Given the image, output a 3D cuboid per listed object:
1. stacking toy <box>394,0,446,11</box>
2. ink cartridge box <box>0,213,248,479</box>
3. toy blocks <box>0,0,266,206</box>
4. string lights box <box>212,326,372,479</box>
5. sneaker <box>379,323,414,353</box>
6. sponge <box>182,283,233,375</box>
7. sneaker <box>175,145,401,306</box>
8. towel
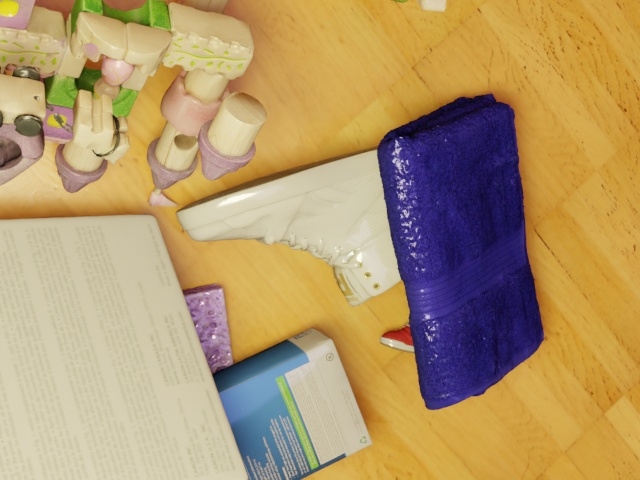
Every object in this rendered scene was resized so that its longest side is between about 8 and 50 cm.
[{"bbox_3d":[0.056,-0.377,1.175,0.130,0.309,0.279,6,107,-10],"label":"stacking toy"},{"bbox_3d":[-0.289,0.129,1.089,0.385,0.091,0.308,-4,60,-34],"label":"ink cartridge box"},{"bbox_3d":[-0.226,-0.121,1.137,0.289,0.309,0.260,9,137,-25],"label":"toy blocks"},{"bbox_3d":[-0.090,0.211,1.279,0.260,0.077,0.133,-24,104,-13],"label":"string lights box"},{"bbox_3d":[0.126,0.097,1.379,0.118,0.042,0.067,5,100,-25],"label":"sneaker"},{"bbox_3d":[-0.152,0.161,1.310,0.117,0.031,0.210,-10,101,-16],"label":"sponge"},{"bbox_3d":[0.000,0.000,1.294,0.293,0.108,0.169,-15,99,-16],"label":"sneaker"},{"bbox_3d":[0.166,0.007,1.301,0.228,0.076,0.308,-31,113,-50],"label":"towel"}]
